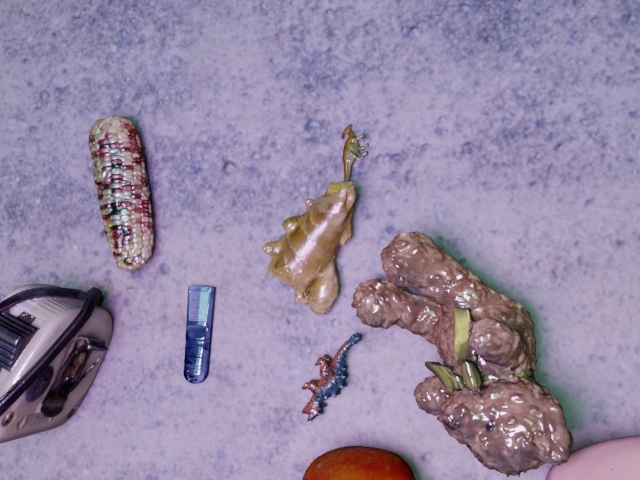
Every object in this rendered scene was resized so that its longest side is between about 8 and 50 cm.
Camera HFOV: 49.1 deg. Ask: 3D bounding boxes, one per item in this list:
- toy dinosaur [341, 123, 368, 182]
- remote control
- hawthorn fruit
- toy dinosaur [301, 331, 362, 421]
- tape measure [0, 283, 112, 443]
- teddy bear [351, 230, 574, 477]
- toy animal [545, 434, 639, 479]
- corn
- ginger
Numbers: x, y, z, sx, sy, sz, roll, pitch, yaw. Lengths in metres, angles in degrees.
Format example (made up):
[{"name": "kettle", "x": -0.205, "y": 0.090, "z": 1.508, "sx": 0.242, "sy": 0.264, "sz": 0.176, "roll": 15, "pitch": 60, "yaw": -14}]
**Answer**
[{"name": "toy dinosaur", "x": 0.052, "y": -0.129, "z": 1.075, "sx": 0.041, "sy": 0.026, "sz": 0.113, "roll": -7, "pitch": 72, "yaw": 18}, {"name": "remote control", "x": -0.191, "y": 0.147, "z": 1.096, "sx": 0.044, "sy": 0.027, "sz": 0.152, "roll": 0, "pitch": 81, "yaw": 17}, {"name": "hawthorn fruit", "x": 0.077, "y": 0.353, "z": 0.955, "sx": 0.204, "sy": 0.162, "sz": 0.162, "roll": -10, "pitch": 81, "yaw": -4}, {"name": "toy dinosaur", "x": 0.015, "y": 0.199, "z": 1.030, "sx": 0.055, "sy": 0.049, "sz": 0.154, "roll": 33, "pitch": 96, "yaw": 17}, {"name": "tape measure", "x": -0.413, "y": 0.170, "z": 1.015, "sx": 0.133, "sy": 0.271, "sz": 0.231, "roll": 25, "pitch": 90, "yaw": 14}, {"name": "teddy bear", "x": 0.172, "y": 0.162, "z": 0.921, "sx": 0.296, "sy": 0.246, "sz": 0.222, "roll": 26, "pitch": 49, "yaw": -1}, {"name": "toy animal", "x": 0.399, "y": 0.349, "z": 0.856, "sx": 0.256, "sy": 0.195, "sz": 0.213, "roll": -14, "pitch": 88, "yaw": 8}, {"name": "corn", "x": -0.315, "y": -0.074, "z": 1.122, "sx": 0.086, "sy": 0.086, "sz": 0.253, "roll": -14, "pitch": 82, "yaw": 10}, {"name": "ginger", "x": -0.014, "y": 0.003, "z": 1.048, "sx": 0.115, "sy": 0.081, "sz": 0.205, "roll": 16, "pitch": 93, "yaw": 27}]
